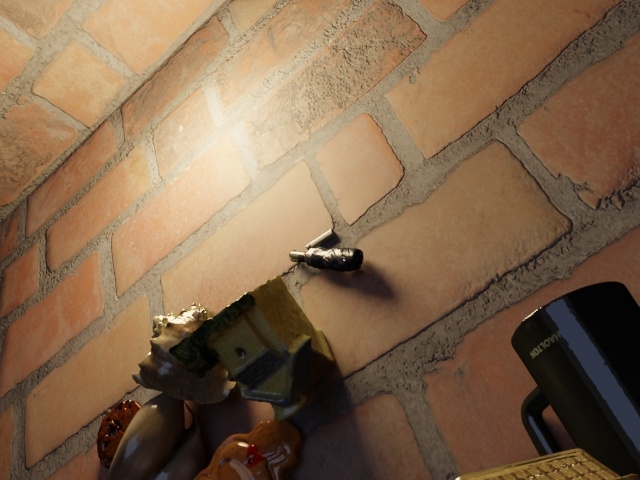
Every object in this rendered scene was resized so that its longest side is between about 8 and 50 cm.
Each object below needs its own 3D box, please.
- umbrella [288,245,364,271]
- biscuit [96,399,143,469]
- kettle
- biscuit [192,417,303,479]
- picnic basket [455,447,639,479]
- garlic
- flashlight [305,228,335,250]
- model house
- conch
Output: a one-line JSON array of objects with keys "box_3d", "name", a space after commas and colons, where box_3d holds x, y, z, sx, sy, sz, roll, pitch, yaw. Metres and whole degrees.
[{"box_3d": [0.006, 0.049, 1.437, 0.248, 0.071, 0.070, -2, 64, 43], "name": "umbrella"}, {"box_3d": [-0.557, 0.544, 1.616, 0.192, 0.049, 0.191, -16, 60, 30], "name": "biscuit"}, {"box_3d": [0.428, 0.257, 0.876, 0.262, 0.203, 0.307, -33, 52, 17], "name": "kettle"}, {"box_3d": [-0.178, 0.527, 1.256, 0.334, 0.047, 0.202, -43, 47, -12], "name": "biscuit"}, {"box_3d": [0.305, 0.447, 0.746, 0.175, 0.228, 0.312, -156, 58, -76], "name": "picnic basket"}, {"box_3d": [-0.374, 0.521, 1.422, 0.339, 0.232, 0.245, -64, 0, -32], "name": "garlic"}, {"box_3d": [0.000, 0.000, 1.495, 0.083, 0.018, 0.018, -33, 49, 20], "name": "flashlight"}, {"box_3d": [-0.138, 0.257, 1.270, 0.261, 0.321, 0.266, -40, 87, 13], "name": "model house"}, {"box_3d": [-0.340, 0.280, 1.463, 0.324, 0.186, 0.263, 16, 42, 39], "name": "conch"}]
